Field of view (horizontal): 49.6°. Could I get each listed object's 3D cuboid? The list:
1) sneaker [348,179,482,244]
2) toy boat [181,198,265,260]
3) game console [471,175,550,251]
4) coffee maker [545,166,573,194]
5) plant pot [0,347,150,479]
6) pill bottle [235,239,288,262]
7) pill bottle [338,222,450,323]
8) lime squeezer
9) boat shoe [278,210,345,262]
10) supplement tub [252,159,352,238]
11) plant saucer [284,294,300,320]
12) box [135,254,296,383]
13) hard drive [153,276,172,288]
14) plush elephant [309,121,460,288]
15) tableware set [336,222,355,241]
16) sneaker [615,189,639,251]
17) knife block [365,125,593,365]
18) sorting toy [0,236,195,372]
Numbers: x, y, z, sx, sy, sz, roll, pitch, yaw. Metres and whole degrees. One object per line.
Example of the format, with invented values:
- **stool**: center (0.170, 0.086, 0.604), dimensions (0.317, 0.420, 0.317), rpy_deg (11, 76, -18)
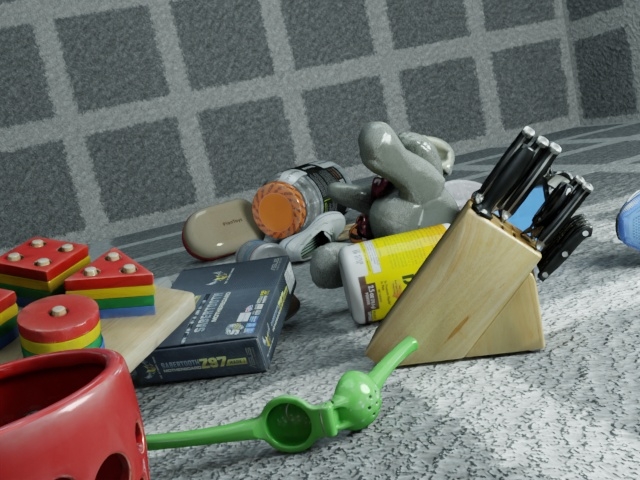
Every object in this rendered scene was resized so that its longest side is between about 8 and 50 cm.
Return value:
- **sneaker**: center (0.205, -0.059, 1.515), dimensions (0.321, 0.125, 0.180), rpy_deg (-15, 11, -16)
- **toy boat**: center (-0.278, -0.014, 1.932), dimensions (0.231, 0.151, 0.151), rpy_deg (-18, -20, -34)
- **game console**: center (0.308, -0.022, 1.090), dimensions (0.085, 0.144, 0.124), rpy_deg (-7, 11, 36)
- **coffee maker**: center (0.412, -0.066, 1.393), dimensions (0.171, 0.120, 0.178), rpy_deg (-35, -8, 38)
- **plant pot**: center (-0.201, 0.180, 0.450), dimensions (0.191, 0.174, 0.191), rpy_deg (-12, 10, 2)
- **pill bottle**: center (-0.127, 0.043, 1.451), dimensions (0.087, 0.087, 0.160), rpy_deg (-16, 10, -19)
- **pill bottle**: center (0.140, 0.044, 1.004), dimensions (0.215, 0.117, 0.117), rpy_deg (-13, 9, -2)
- **lime squeezer**: center (-0.014, 0.155, 0.677), dimensions (0.310, 0.059, 0.110), rpy_deg (-17, 29, -22)
- **boat shoe**: center (0.000, 0.000, 1.624), dimensions (0.075, 0.083, 0.226), rpy_deg (11, 34, 39)
- **supplement tub**: center (-0.049, -0.114, 1.961), dimensions (0.193, 0.194, 0.316), rpy_deg (-7, 10, 27)
- **plant saucer**: center (-0.191, 0.122, 1.191), dimensions (0.310, 0.050, 0.310), rpy_deg (-13, 10, 2)
- **box**: center (-0.145, 0.107, 0.999), dimensions (0.183, 0.059, 0.233), rpy_deg (-9, 24, 14)
- **hard drive**: center (-0.512, 0.149, 1.443), dimensions (0.353, 0.047, 0.233), rpy_deg (-12, 9, 7)
- **plush elephant**: center (0.128, -0.056, 1.204), dimensions (0.330, 0.272, 0.255), rpy_deg (10, 11, -23)
- **tableware set**: center (0.022, -0.013, 1.803), dimensions (0.141, 0.020, 0.169), rpy_deg (-11, 9, 8)
- **sneaker**: center (0.554, -0.033, 0.895), dimensions (0.330, 0.130, 0.147), rpy_deg (-6, 9, 33)
- **knife block**: center (0.171, 0.007, 0.795), dimensions (0.275, 0.242, 0.088), rpy_deg (-10, 9, 16)
- **sorting toy**: center (-0.332, 0.084, 0.876), dimensions (0.255, 0.089, 0.257), rpy_deg (9, 25, 17)
